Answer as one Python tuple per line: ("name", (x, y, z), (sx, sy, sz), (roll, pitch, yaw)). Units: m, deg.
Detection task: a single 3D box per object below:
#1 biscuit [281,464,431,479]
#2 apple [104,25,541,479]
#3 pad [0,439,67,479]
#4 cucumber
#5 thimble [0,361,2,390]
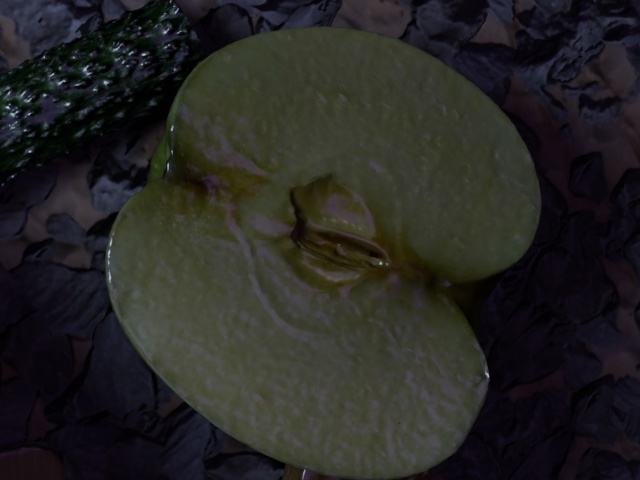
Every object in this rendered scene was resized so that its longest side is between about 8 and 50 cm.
("biscuit", (0.030, 0.376, 1.533), (0.368, 0.076, 0.394), (-38, 103, -17))
("apple", (0.000, 0.000, 1.393), (0.360, 0.320, 0.311), (24, 121, -16))
("pad", (-0.344, 0.336, 1.397), (0.284, 0.018, 0.286), (-10, 96, -23))
("cucumber", (-0.266, -0.097, 1.373), (0.359, 0.096, 0.096), (-30, 103, -17))
("thimble", (-0.415, 0.117, 1.181), (0.350, 0.350, 0.230), (-40, 104, -17))
